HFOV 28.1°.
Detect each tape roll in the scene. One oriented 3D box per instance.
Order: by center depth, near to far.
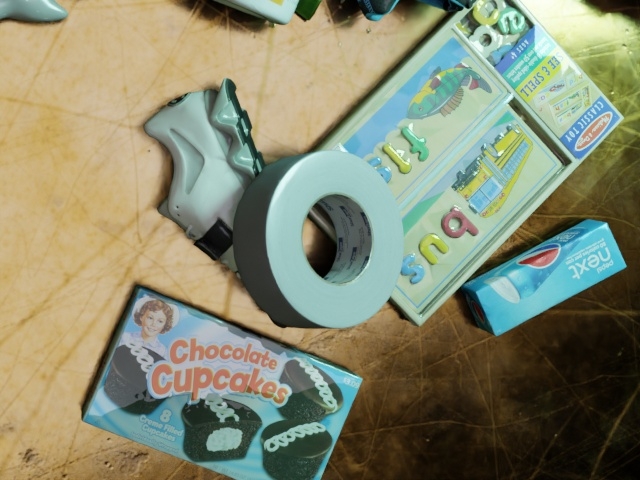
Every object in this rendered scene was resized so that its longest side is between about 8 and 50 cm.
[{"bbox_3d":[0.000,0.000,1.576,0.219,0.072,0.219,4,84,-38],"label":"tape roll"}]

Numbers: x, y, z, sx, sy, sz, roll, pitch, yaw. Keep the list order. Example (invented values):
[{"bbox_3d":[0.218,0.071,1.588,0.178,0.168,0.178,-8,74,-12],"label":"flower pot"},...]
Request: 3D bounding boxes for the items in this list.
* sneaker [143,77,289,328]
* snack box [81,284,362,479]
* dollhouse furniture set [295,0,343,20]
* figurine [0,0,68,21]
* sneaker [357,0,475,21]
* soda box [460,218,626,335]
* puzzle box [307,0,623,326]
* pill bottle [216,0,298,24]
[{"bbox_3d":[-0.124,-0.030,1.636,0.146,0.122,0.330,-19,100,8],"label":"sneaker"},{"bbox_3d":[-0.128,0.203,1.672,0.322,0.060,0.187,23,90,-13],"label":"snack box"},{"bbox_3d":[0.019,-0.361,1.673,0.076,0.058,0.151,34,68,-6],"label":"dollhouse furniture set"},{"bbox_3d":[-0.430,-0.336,1.548,0.210,0.092,0.214,-21,100,-14],"label":"figurine"},{"bbox_3d":[0.197,-0.360,1.641,0.341,0.125,0.139,-8,87,-8],"label":"sneaker"},{"bbox_3d":[0.304,0.050,1.750,0.210,0.067,0.071,-27,100,-9],"label":"soda box"},{"bbox_3d":[0.178,-0.118,1.715,0.409,0.052,0.272,-46,103,-5],"label":"puzzle box"},{"bbox_3d":[-0.061,-0.417,1.573,0.152,0.152,0.272,21,96,-13],"label":"pill bottle"}]
